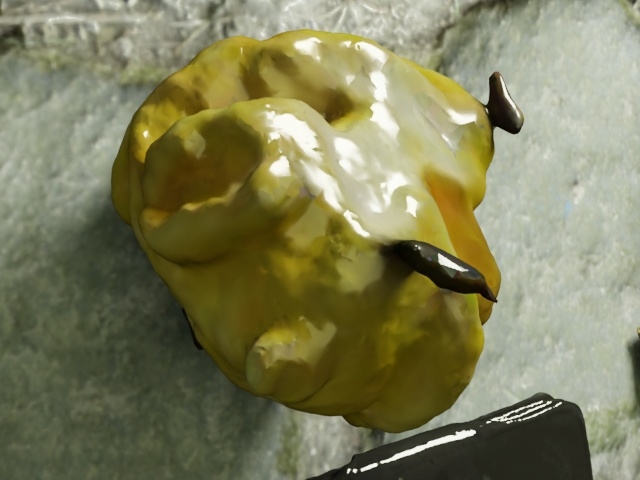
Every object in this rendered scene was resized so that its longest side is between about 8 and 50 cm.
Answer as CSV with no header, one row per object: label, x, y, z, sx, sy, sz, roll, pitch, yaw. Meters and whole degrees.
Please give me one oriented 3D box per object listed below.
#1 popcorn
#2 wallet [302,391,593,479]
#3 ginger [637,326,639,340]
popcorn,0.000,0.000,0.751,0.316,0.281,0.297,-14,74,-59
wallet,0.089,0.261,0.887,0.378,0.051,0.197,-15,97,-29
ginger,0.355,0.081,1.053,0.057,0.044,0.137,44,68,-46
